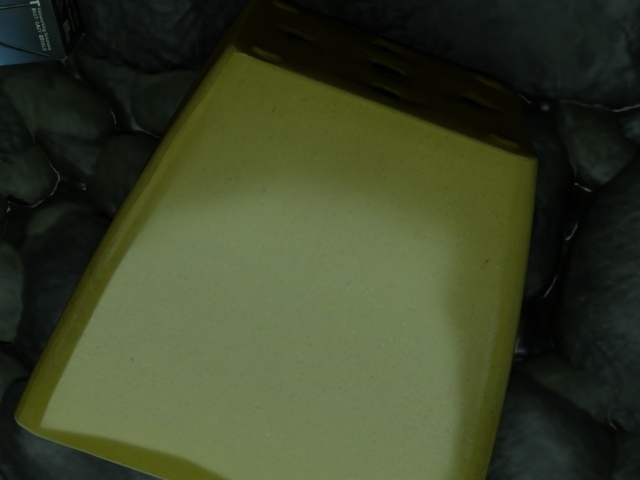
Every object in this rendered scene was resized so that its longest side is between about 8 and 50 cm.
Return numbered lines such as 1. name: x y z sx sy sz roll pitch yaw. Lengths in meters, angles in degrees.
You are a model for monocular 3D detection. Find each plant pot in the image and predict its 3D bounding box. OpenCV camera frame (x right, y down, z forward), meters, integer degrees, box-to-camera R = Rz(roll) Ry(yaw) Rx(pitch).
1. plant pot: 0.000 0.000 0.710 0.212 0.212 0.187 20 109 -4

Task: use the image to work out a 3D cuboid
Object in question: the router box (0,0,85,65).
1. router box: -0.179 -0.147 0.731 0.092 0.038 0.122 -5 120 11
